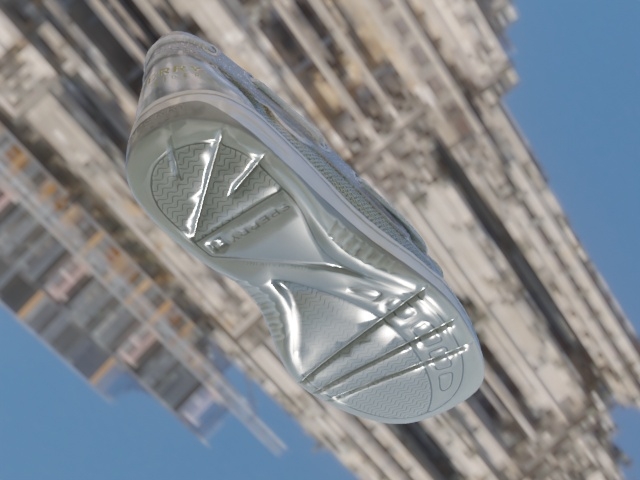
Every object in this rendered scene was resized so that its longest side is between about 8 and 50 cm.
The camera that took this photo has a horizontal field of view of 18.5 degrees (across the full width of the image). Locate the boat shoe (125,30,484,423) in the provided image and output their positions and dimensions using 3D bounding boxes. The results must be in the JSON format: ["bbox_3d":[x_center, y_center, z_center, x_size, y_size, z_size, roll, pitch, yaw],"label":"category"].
[{"bbox_3d":[-0.003,0.000,1.217,0.118,0.320,0.103,-29,-141,24],"label":"boat shoe"}]
